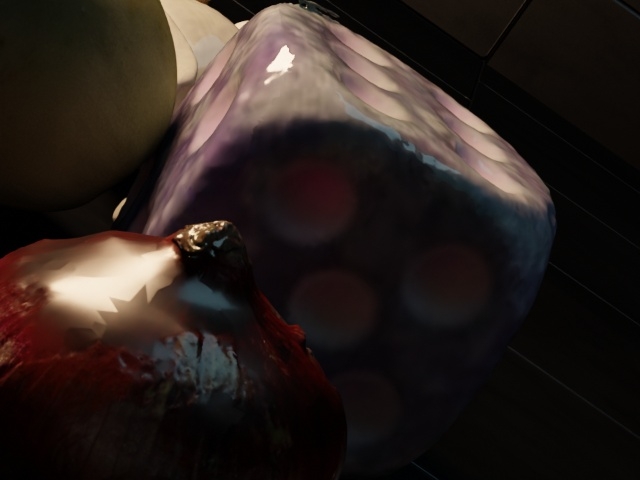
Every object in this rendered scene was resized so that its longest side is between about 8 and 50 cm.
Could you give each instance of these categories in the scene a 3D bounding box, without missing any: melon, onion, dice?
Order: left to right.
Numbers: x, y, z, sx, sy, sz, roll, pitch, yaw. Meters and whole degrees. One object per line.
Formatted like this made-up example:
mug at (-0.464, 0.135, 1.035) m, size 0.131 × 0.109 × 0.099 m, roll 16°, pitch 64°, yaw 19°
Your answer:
melon at (-0.252, -0.163, 1.434) m, size 0.308 × 0.271 × 0.272 m, roll 25°, pitch 18°, yaw -20°
onion at (-0.090, 0.072, 1.176) m, size 0.272 × 0.195 × 0.272 m, roll 30°, pitch 17°, yaw -10°
dice at (0.000, 0.000, 1.437) m, size 0.270 × 0.271 × 0.270 m, roll 31°, pitch 16°, yaw -14°

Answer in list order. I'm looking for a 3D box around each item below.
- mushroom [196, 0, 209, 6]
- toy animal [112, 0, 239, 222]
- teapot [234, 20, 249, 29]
mushroom at (-0.255, -0.320, 2.104) m, size 0.278 × 0.146 × 0.278 m, roll 26°, pitch 21°, yaw -11°
toy animal at (-0.105, -0.116, 1.703) m, size 0.272 × 0.206 × 0.265 m, roll 17°, pitch 27°, yaw -44°
teapot at (-0.018, -0.176, 2.159) m, size 0.300 × 0.166 × 0.208 m, roll 16°, pitch 18°, yaw -42°
